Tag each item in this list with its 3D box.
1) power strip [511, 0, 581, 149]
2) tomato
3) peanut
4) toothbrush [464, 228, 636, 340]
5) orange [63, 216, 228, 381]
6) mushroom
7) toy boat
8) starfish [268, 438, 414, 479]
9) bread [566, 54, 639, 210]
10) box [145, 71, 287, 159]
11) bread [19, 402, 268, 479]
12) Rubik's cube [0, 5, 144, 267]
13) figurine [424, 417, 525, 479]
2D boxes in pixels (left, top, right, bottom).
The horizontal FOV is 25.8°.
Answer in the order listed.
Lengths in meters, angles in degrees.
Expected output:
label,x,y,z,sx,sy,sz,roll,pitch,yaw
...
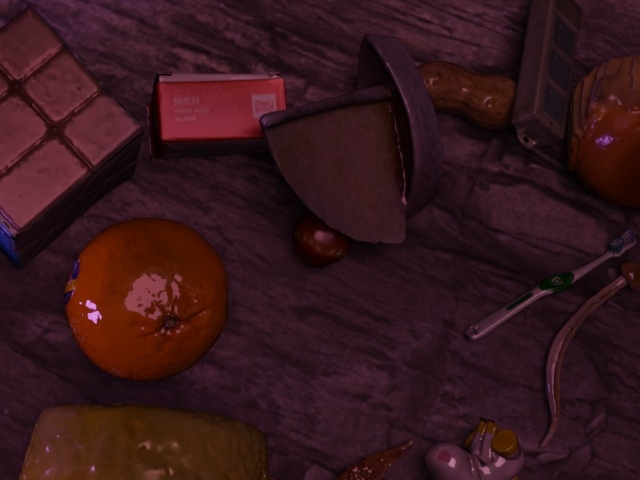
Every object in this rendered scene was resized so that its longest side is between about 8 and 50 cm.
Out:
label,x,y,z,sx,sy,sz,roll,pitch,yaw
power strip,0.330,-0.256,2.038,0.078,0.052,0.272,36,54,-36
tomato,0.000,0.000,1.955,0.087,0.087,0.075,30,86,-5
peanut,0.211,-0.210,2.030,0.193,0.089,0.089,13,78,-8
toothbrush,0.339,0.068,2.043,0.304,0.030,0.030,-30,88,-13
orange,-0.227,0.077,1.847,0.219,0.193,0.219,5,79,-28
mushroom,0.376,0.154,2.032,0.068,0.043,0.306,30,76,20
toy boat,0.054,-0.119,1.933,0.293,0.111,0.276,-39,115,-31
starfish,0.003,0.394,1.902,0.302,0.060,0.299,15,80,-8
bread,0.550,-0.149,2.029,0.389,0.236,0.183,2,64,-3
box,-0.145,-0.173,1.928,0.182,0.133,0.099,-3,82,-11
bread,-0.214,0.360,1.731,0.348,0.348,0.307,12,71,-9
Rubik's cube,-0.388,-0.129,1.825,0.221,0.231,0.224,-42,89,-16
figurine,0.205,0.328,1.921,0.178,0.109,0.129,-25,104,-32
